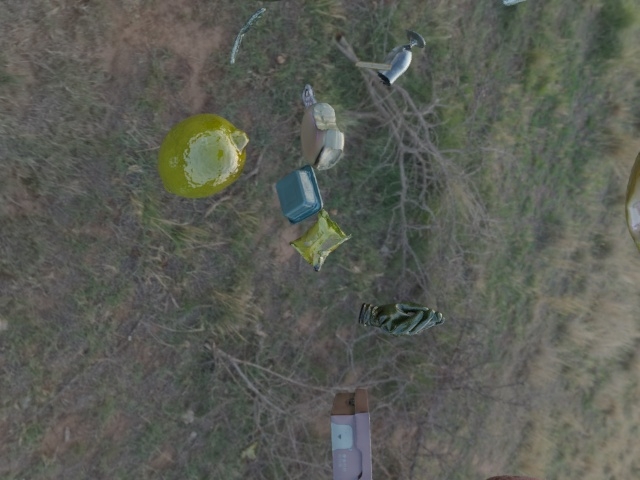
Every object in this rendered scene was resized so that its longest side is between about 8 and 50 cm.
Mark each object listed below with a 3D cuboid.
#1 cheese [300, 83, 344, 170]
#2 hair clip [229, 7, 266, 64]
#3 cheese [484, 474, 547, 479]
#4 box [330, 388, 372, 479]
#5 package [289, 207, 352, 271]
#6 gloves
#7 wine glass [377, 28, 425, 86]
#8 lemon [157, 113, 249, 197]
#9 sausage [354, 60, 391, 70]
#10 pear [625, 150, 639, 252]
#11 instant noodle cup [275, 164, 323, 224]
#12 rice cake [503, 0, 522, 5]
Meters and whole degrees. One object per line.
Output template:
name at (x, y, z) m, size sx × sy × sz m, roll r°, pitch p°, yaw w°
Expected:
cheese at (-0.012, -0.338, 1.321) m, size 0.082 × 0.286 × 0.163 m, roll -1°, pitch 151°, yaw -26°
hair clip at (-0.247, -0.666, 1.496) m, size 0.036 × 0.229 × 0.066 m, roll 38°, pitch 39°, yaw -11°
cheese at (0.335, 0.413, 0.728) m, size 0.286 × 0.189 × 0.074 m, roll 102°, pitch -5°, yaw -54°
box at (0.074, 0.478, 1.073) m, size 0.215 × 0.086 × 0.215 m, roll 42°, pitch 45°, yaw -84°
package at (0.000, 0.000, 1.763) m, size 0.226 × 0.168 × 0.090 m, roll -44°, pitch -179°, yaw 27°
gloves at (0.253, 0.247, 1.459) m, size 0.135 × 0.268 × 0.107 m, roll -64°, pitch 147°, yaw -51°
wine glass at (0.319, -0.738, 1.865) m, size 0.222 × 0.103 × 0.103 m, roll -52°, pitch 135°, yaw -2°
lemon at (-0.276, -0.188, 1.052) m, size 0.248 × 0.184 × 0.184 m, roll -28°, pitch 139°, yaw 19°
sausage at (0.190, -0.632, 1.667) m, size 0.024 × 0.132 × 0.024 m, roll 7°, pitch 90°, yaw -88°
pear at (0.447, -0.046, 0.449) m, size 0.271 × 0.271 × 0.271 m, roll -18°, pitch 117°, yaw -40°
instant noodle cup at (-0.083, -0.157, 1.575) m, size 0.070 × 0.157 × 0.179 m, roll 5°, pitch 64°, yaw -51°
rice cake at (0.445, -0.672, 1.032) m, size 0.063 × 0.066 × 0.336 m, roll 21°, pitch 69°, yaw -42°
